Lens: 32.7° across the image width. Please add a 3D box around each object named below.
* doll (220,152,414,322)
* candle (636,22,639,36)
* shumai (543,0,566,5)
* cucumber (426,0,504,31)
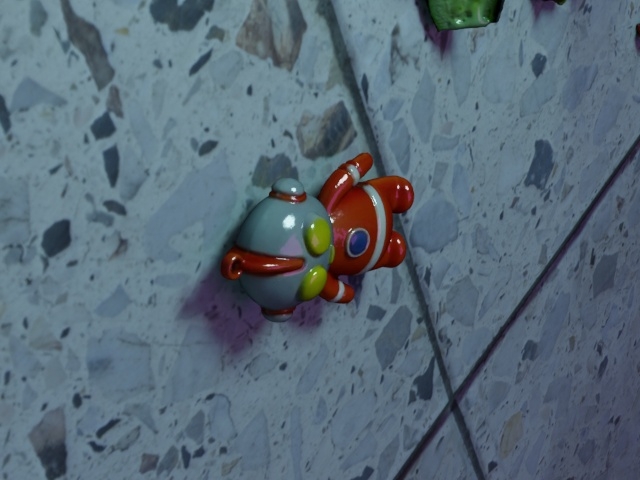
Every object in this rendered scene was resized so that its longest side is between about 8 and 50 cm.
[{"bbox_3d":[0.000,0.000,1.303,0.336,0.105,0.200,-13,117,-50],"label":"doll"},{"bbox_3d":[0.613,-0.389,1.966,0.130,0.052,0.052,-27,127,-42],"label":"candle"},{"bbox_3d":[0.349,-0.390,1.620,0.080,0.083,0.082,-22,99,-10],"label":"shumai"},{"bbox_3d":[0.177,-0.361,1.382,0.115,0.086,0.193,-11,129,0],"label":"cucumber"}]
